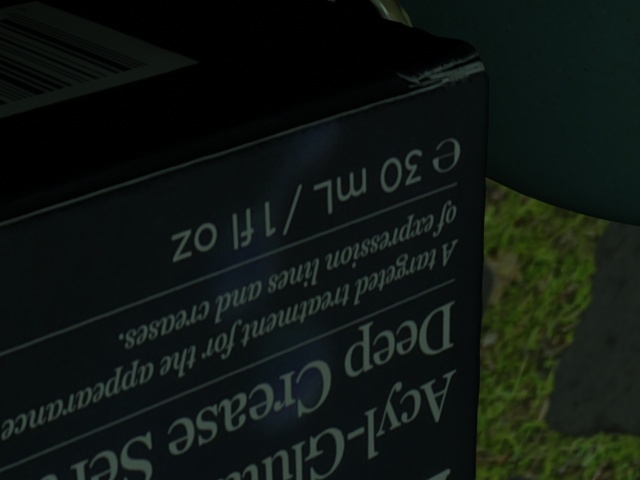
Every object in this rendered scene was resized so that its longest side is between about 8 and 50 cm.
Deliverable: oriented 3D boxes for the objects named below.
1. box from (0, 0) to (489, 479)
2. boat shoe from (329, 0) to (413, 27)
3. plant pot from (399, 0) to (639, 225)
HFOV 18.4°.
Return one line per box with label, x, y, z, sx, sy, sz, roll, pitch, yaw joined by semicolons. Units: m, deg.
box;-0.115;0.124;0.723;0.293;0.212;0.395;-21;122;-38
boat shoe;0.000;0.000;0.850;0.113;0.103;0.302;-23;126;-17
plant pot;0.180;-0.120;0.828;0.290;0.195;0.290;-13;121;-23
